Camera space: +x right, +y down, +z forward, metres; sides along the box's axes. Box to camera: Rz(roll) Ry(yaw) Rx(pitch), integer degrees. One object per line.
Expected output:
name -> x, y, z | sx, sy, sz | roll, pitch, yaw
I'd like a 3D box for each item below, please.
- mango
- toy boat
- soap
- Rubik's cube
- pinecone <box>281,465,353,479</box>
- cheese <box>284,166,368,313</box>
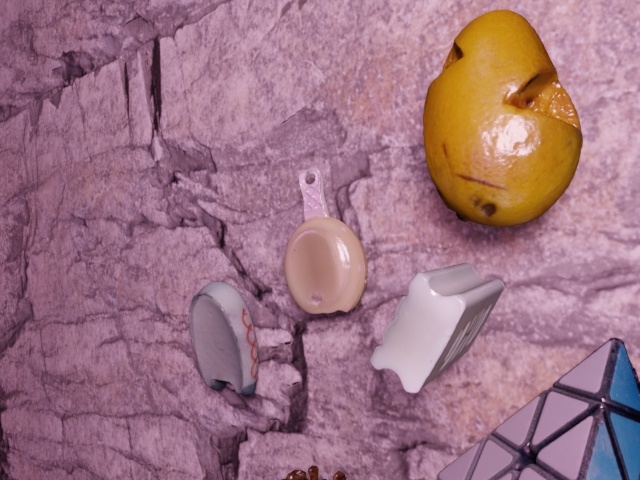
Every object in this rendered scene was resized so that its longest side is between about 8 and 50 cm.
mango -> 0.208, -0.144, 0.570 | 0.167, 0.130, 0.261 | -14, 79, 26
toy boat -> -0.164, 0.172, 0.853 | 0.134, 0.079, 0.207 | -4, 100, 40
soap -> 0.147, 0.094, 0.570 | 0.067, 0.198, 0.118 | 33, 108, 26
Rubik's cube -> 0.280, 0.286, 0.530 | 0.234, 0.228, 0.228 | -14, 127, -4
pinecone -> 0.007, 0.427, 0.695 | 0.195, 0.150, 0.179 | 48, 115, 22
cheese -> 0.000, 0.000, 0.741 | 0.137, 0.064, 0.227 | -11, 84, 30
